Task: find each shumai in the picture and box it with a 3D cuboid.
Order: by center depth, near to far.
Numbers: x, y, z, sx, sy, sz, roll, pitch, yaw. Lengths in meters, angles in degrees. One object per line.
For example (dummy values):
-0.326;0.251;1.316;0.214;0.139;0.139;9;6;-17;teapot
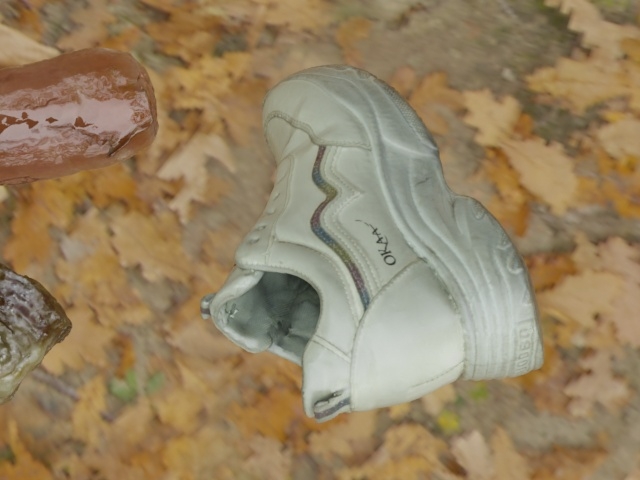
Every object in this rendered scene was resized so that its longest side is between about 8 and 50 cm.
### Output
-0.270;0.072;1.517;0.139;0.105;0.123;-28;119;21;shumai

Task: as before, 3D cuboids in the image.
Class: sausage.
-0.323;-0.071;1.328;0.419;0.094;0.094;-6;64;-4;sausage

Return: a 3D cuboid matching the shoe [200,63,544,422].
0.000;0.000;1.413;0.210;0.342;0.132;-21;137;-18;shoe
